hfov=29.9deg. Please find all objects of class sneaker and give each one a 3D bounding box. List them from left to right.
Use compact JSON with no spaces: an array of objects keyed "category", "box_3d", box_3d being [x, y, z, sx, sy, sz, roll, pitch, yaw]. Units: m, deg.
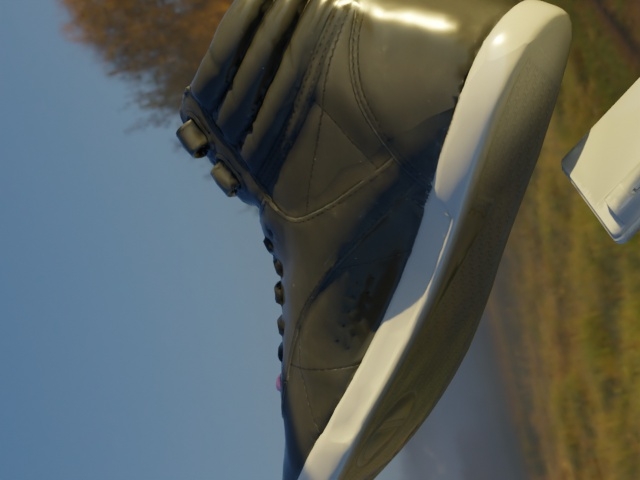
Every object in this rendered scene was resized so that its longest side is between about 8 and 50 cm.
[{"category":"sneaker","box_3d":[0.000,0.000,0.563,0.104,0.147,0.295,-32,-35,-50]}]

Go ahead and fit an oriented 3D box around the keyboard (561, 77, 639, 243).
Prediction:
[{"category":"keyboard","box_3d":[0.181,-0.106,0.412,0.014,0.256,0.072,37,-163,-15]}]
